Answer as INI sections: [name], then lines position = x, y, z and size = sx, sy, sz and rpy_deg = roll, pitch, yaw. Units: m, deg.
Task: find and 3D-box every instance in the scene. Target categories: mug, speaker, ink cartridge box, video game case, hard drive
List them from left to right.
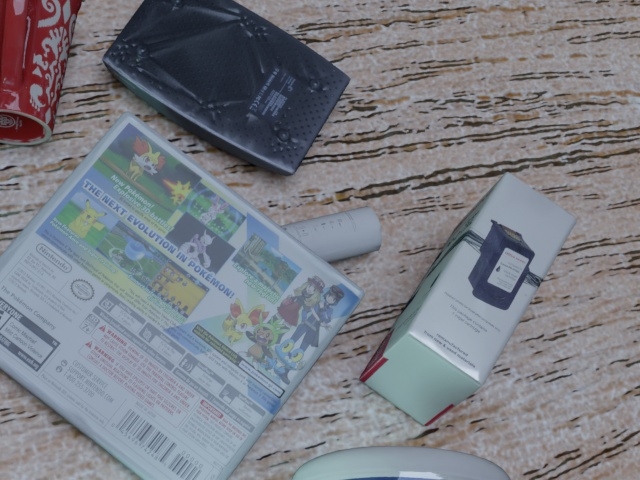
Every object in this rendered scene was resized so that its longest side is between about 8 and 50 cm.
[mug]
position = -0.336, -0.205, 1.394
size = 0.113, 0.150, 0.169
rpy_deg = -3, 69, 19
[video game case]
position = -0.169, 0.073, 1.351
size = 0.329, 0.036, 0.300
rpy_deg = 37, 74, 1
[hard drive]
position = -0.110, -0.191, 1.500
size = 0.254, 0.054, 0.172
rpy_deg = 31, 62, -3
[speaker]
position = 0.000, 0.000, 1.452
size = 0.136, 0.055, 0.055
rpy_deg = -14, 72, -22
[ink cartridge box]
position = 0.161, 0.065, 1.407
size = 0.100, 0.172, 0.237
rpy_deg = 35, 62, 0

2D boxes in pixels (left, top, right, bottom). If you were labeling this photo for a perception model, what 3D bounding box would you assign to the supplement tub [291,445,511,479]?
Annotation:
[supplement tub]
position = 0.075, 0.373, 1.219
size = 0.228, 0.228, 0.316
rpy_deg = 8, 66, -13
